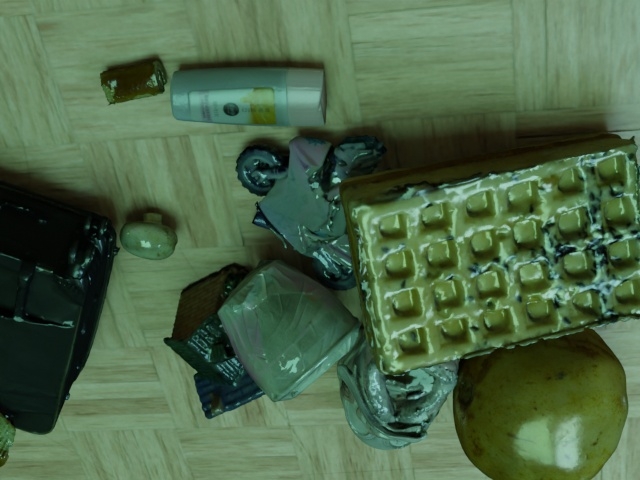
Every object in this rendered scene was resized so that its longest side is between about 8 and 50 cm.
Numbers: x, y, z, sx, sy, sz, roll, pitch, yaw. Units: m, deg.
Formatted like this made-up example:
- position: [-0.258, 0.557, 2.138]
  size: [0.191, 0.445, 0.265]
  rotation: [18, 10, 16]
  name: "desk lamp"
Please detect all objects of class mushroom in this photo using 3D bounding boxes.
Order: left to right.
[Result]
- position: [-0.247, -0.006, 1.559]
  size: [0.084, 0.083, 0.067]
  rotation: [6, 86, 2]
  name: "mushroom"

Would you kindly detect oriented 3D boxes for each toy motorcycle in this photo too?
- position: [0.021, -0.058, 1.457]
  size: [0.204, 0.108, 0.239]
  rotation: [-32, 119, 28]
  name: "toy motorcycle"

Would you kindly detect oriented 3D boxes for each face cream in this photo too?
- position: [-0.091, -0.185, 1.399]
  size: [0.198, 0.057, 0.084]
  rotation: [1, 130, 7]
  name: "face cream"

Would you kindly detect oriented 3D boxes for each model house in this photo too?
- position: [-0.130, 0.165, 1.621]
  size: [0.167, 0.172, 0.183]
  rotation: [-26, 121, 27]
  name: "model house"

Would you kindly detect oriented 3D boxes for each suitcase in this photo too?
- position: [-0.467, 0.090, 1.584]
  size: [0.283, 0.194, 0.433]
  rotation: [18, 130, -5]
  name: "suitcase"

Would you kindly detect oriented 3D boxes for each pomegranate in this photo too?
- position: [0.323, 0.236, 1.569]
  size: [0.264, 0.264, 0.264]
  rotation: [3, 130, 4]
  name: "pomegranate"

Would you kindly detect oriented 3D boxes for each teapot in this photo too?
- position: [-0.038, 0.101, 1.522]
  size: [0.178, 0.221, 0.163]
  rotation: [49, 133, 1]
  name: "teapot"

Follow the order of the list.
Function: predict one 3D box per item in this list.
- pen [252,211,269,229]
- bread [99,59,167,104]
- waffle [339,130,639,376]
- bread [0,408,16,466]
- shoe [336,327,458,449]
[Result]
- position: [0.000, 0.000, 1.562]
  size: [0.204, 0.025, 0.025]
  rotation: [18, 129, -8]
  name: "pen"
- position: [-0.244, -0.207, 1.414]
  size: [0.083, 0.036, 0.047]
  rotation: [-9, 120, 16]
  name: "bread"
- position: [0.228, 0.017, 1.395]
  size: [0.376, 0.114, 0.260]
  rotation: [-11, 105, -4]
  name: "waffle"
- position: [-0.528, 0.280, 1.588]
  size: [0.128, 0.069, 0.140]
  rotation: [-25, 121, 29]
  name: "bread"
- position: [0.107, 0.215, 1.615]
  size: [0.172, 0.198, 0.350]
  rotation: [9, 129, 2]
  name: "shoe"
